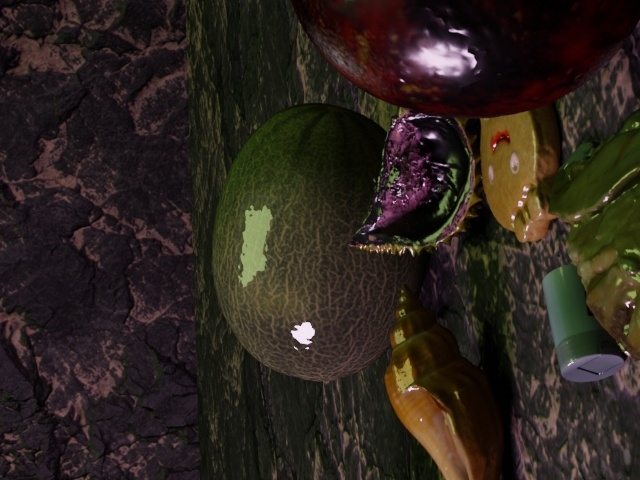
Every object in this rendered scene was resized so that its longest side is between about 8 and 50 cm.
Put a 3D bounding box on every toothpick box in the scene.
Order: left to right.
[{"bbox_3d":[0.210,0.066,1.262,0.052,0.052,0.083,110,155,-57],"label":"toothpick box"}]

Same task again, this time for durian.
[{"bbox_3d":[0.121,-0.065,1.585,0.108,0.119,0.187,-36,-33,-60],"label":"durian"}]

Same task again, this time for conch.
[{"bbox_3d":[0.142,0.195,1.524,0.109,0.093,0.330,-36,76,53],"label":"conch"}]

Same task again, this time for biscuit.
[{"bbox_3d":[0.174,-0.120,1.427,0.184,0.035,0.249,157,110,-76],"label":"biscuit"}]

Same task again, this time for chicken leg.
[{"bbox_3d":[0.272,-0.022,0.822,0.429,0.152,0.201,143,132,-65],"label":"chicken leg"}]

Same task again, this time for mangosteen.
[{"bbox_3d":[0.112,-0.232,1.170,0.311,0.311,0.311,178,90,-76],"label":"mangosteen"}]

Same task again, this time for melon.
[{"bbox_3d":[0.000,0.000,1.731,0.237,0.237,0.302,-134,46,-70],"label":"melon"}]
